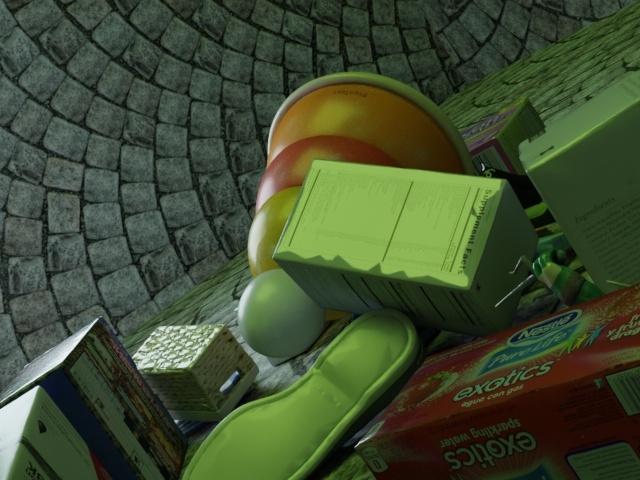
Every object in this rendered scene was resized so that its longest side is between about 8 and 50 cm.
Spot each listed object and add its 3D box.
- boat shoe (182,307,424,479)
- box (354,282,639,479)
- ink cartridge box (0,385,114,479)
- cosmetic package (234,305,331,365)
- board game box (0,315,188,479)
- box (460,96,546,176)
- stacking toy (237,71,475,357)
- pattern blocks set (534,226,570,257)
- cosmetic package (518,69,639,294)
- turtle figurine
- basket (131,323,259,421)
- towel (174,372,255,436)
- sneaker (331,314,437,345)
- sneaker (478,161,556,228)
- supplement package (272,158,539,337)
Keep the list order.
[{"bbox_3d":[-0.010,0.209,1.221,0.319,0.116,0.099,-41,-35,-6],"label":"boat shoe"},{"bbox_3d":[0.168,0.127,0.743,0.257,0.128,0.122,-27,10,42],"label":"box"},{"bbox_3d":[-0.309,0.307,1.205,0.114,0.197,0.273,-33,16,3],"label":"ink cartridge box"},{"bbox_3d":[-0.035,0.097,1.831,0.085,0.117,0.231,-28,10,34],"label":"cosmetic package"},{"bbox_3d":[-0.310,0.260,1.495,0.141,0.232,0.291,-33,7,3],"label":"board game box"},{"bbox_3d":[0.273,-0.120,1.921,0.213,0.117,0.243,-29,8,31],"label":"box"},{"bbox_3d":[0.000,0.000,1.619,0.350,0.351,0.480,-27,18,39],"label":"stacking toy"},{"bbox_3d":[0.194,0.021,1.414,0.324,0.026,0.285,-17,1,32],"label":"pattern blocks set"},{"bbox_3d":[0.301,-0.044,1.063,0.151,0.184,0.151,-32,8,13],"label":"cosmetic package"},{"bbox_3d":[0.258,0.064,0.856,0.175,0.118,0.234,13,-22,-36],"label":"turtle figurine"},{"bbox_3d":[-0.197,0.196,1.666,0.167,0.103,0.113,-7,34,41],"label":"basket"},{"bbox_3d":[-0.233,0.286,1.770,0.285,0.034,0.209,-34,7,-6],"label":"towel"},{"bbox_3d":[0.082,0.109,1.374,0.083,0.087,0.221,-28,9,30],"label":"sneaker"},{"bbox_3d":[0.200,-0.047,1.371,0.234,0.097,0.084,-17,1,5],"label":"sneaker"},{"bbox_3d":[0.097,0.009,1.236,0.244,0.134,0.139,9,67,32],"label":"supplement package"}]
